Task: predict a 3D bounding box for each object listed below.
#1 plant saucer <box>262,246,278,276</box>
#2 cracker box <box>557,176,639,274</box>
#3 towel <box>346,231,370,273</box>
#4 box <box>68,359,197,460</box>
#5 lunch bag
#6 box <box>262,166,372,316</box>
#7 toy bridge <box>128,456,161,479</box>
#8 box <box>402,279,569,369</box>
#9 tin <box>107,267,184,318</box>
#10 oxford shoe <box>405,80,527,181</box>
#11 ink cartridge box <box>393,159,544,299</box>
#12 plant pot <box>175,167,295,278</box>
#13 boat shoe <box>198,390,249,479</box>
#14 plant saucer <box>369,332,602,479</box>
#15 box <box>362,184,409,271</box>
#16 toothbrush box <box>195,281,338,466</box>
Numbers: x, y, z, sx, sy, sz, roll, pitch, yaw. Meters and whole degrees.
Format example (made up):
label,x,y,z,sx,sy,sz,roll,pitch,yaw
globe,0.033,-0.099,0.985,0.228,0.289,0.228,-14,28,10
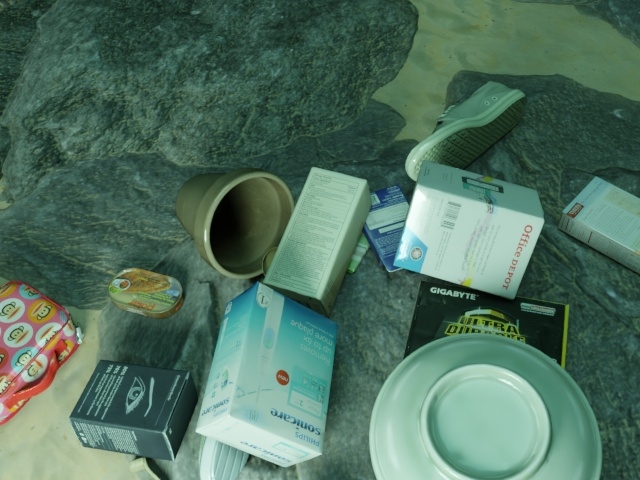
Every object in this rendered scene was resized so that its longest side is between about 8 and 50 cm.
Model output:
label,x,y,z,sx,sy,sz,roll,pitch,yaw
plant saucer,-0.107,0.056,1.688,0.083,0.083,0.015,-43,27,-25
cracker box,0.705,-0.036,1.673,0.232,0.067,0.156,36,62,28
towel,0.066,0.007,1.740,0.113,0.023,0.152,18,58,22
box,-0.375,0.344,1.446,0.207,0.108,0.153,7,43,11
lunch bag,-0.681,0.250,1.560,0.258,0.120,0.293,25,58,23
box,0.000,0.000,1.639,0.148,0.121,0.311,17,69,19
toy bridge,-0.326,0.504,1.378,0.063,0.026,0.188,-16,51,-10
box,0.345,0.229,1.495,0.322,0.079,0.257,10,55,13
tin,-0.414,0.126,1.684,0.189,0.040,0.106,14,50,16
oxford shoe,0.362,-0.288,1.852,0.449,0.169,0.130,-35,59,-29
ink cartridge box,0.323,-0.029,1.559,0.270,0.198,0.197,16,25,5
plant pot,-0.229,-0.062,1.706,0.229,0.263,0.263,21,55,43
boat shoe,-0.195,0.362,1.445,0.094,0.109,0.302,-15,43,30
plant saucer,0.280,0.326,1.219,0.400,0.100,0.400,-4,56,6
box,0.175,-0.025,1.720,0.136,0.036,0.225,-16,59,-14
toothbrush box,-0.098,0.267,1.413,0.216,0.126,0.295,31,48,-25
